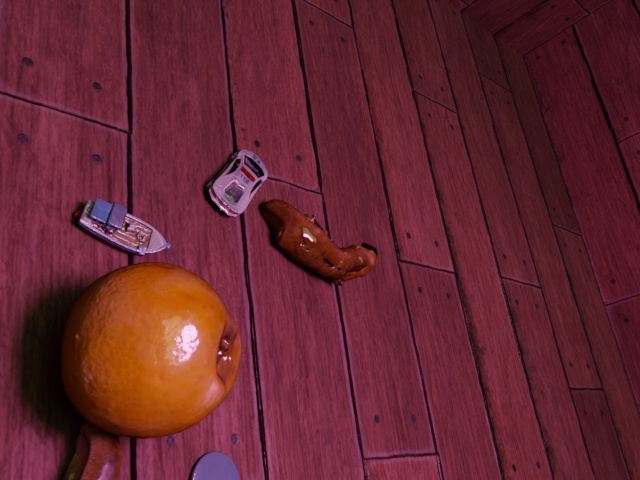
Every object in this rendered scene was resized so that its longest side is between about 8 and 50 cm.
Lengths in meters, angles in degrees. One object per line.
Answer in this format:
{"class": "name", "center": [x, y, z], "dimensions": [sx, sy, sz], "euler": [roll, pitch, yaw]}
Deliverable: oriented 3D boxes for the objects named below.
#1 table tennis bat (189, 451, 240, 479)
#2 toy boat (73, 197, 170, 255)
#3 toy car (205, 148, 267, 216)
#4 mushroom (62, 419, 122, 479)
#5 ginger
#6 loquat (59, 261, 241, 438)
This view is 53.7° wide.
{"class": "table tennis bat", "center": [-0.180, 0.441, 1.082], "dimensions": [0.100, 0.019, 0.155], "euler": [20, 53, -39]}
{"class": "toy boat", "center": [-0.351, -0.020, 1.137], "dimensions": [0.173, 0.059, 0.069], "euler": [32, 48, -31]}
{"class": "toy car", "center": [-0.176, -0.133, 1.392], "dimensions": [0.095, 0.056, 0.205], "euler": [46, 43, -16]}
{"class": "mushroom", "center": [-0.340, 0.357, 0.910], "dimensions": [0.072, 0.094, 0.209], "euler": [34, 42, -25]}
{"class": "ginger", "center": [0.000, 0.014, 1.456], "dimensions": [0.309, 0.107, 0.133], "euler": [28, 64, -29]}
{"class": "loquat", "center": [-0.265, 0.170, 0.969], "dimensions": [0.275, 0.275, 0.274], "euler": [25, 52, -36]}
